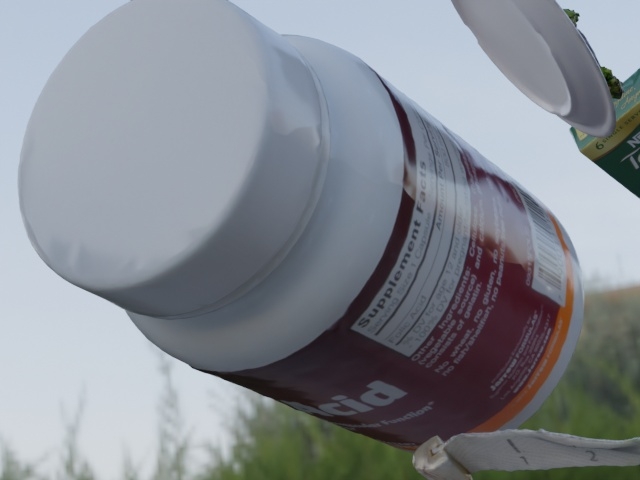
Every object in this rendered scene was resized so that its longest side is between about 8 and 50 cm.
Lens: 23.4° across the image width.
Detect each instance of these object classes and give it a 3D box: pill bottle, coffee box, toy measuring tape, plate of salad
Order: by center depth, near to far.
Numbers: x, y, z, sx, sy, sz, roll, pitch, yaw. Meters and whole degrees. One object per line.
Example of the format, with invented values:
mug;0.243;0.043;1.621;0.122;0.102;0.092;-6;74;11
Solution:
toy measuring tape;0.184;0.150;0.783;0.330;0.121;0.121;-8;-13;36
pill bottle;0.000;0.000;1.038;0.224;0.224;0.392;-17;-28;29
plate of salad;0.146;-0.156;1.082;0.048;0.200;0.200;-39;-16;-6
coffee box;0.322;-0.078;1.379;0.184;0.040;0.113;35;-62;-31
